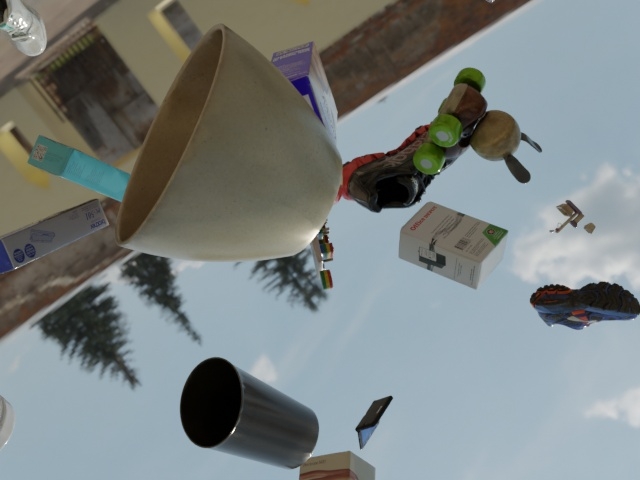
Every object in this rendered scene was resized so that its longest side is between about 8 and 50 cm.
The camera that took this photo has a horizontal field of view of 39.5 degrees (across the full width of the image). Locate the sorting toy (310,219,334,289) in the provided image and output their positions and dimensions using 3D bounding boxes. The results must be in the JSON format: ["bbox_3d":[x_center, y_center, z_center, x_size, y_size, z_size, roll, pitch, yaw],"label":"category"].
[{"bbox_3d":[0.000,0.000,2.145,0.046,0.275,0.132,-11,159,-5],"label":"sorting toy"}]

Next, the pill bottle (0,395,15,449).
[{"bbox_3d":[-0.663,0.268,1.537,0.160,0.283,0.160,-11,-130,14],"label":"pill bottle"}]

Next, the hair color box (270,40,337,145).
[{"bbox_3d":[-0.037,-0.296,1.910,0.110,0.185,0.339,-17,-157,7],"label":"hair color box"}]

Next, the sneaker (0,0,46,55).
[{"bbox_3d":[-0.542,-0.388,1.548,0.080,0.212,0.094,-12,-127,2],"label":"sneaker"}]

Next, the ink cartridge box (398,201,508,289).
[{"bbox_3d":[0.303,0.008,2.055,0.208,0.087,0.153,24,-137,26],"label":"ink cartridge box"}]

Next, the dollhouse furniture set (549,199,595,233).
[{"bbox_3d":[0.571,-0.036,2.081,0.081,0.091,0.114,-45,-178,4],"label":"dollhouse furniture set"}]

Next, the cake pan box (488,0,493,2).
[{"bbox_3d":[0.236,-0.514,1.320,0.267,0.245,0.070,-50,162,-8],"label":"cake pan box"}]

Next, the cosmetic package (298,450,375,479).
[{"bbox_3d":[0.032,0.660,2.080,0.153,0.129,0.296,-19,-132,28],"label":"cosmetic package"}]

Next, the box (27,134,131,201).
[{"bbox_3d":[-0.447,-0.130,1.752,0.100,0.244,0.060,21,-93,31],"label":"box"}]

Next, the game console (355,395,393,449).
[{"bbox_3d":[0.149,0.484,2.367,0.107,0.071,0.122,-28,-166,42],"label":"game console"}]

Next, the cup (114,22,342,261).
[{"bbox_3d":[-0.111,-0.099,1.254,0.331,0.237,0.331,-49,-154,35],"label":"cup"}]

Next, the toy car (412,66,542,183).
[{"bbox_3d":[0.277,-0.169,1.495,0.155,0.188,0.149,-60,177,-35],"label":"toy car"}]

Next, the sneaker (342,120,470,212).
[{"bbox_3d":[0.172,-0.130,1.616,0.276,0.098,0.135,-26,-143,-10],"label":"sneaker"}]

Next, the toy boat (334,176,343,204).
[{"bbox_3d":[-0.075,-0.076,1.518,0.231,0.151,0.151,0,169,31],"label":"toy boat"}]

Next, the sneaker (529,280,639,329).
[{"bbox_3d":[0.543,0.139,1.817,0.221,0.087,0.083,2,-138,38],"label":"sneaker"}]

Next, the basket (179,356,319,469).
[{"bbox_3d":[-0.125,0.338,1.680,0.154,0.227,0.204,-55,-143,4],"label":"basket"}]

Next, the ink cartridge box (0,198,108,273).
[{"bbox_3d":[-0.397,-0.001,1.240,0.097,0.046,0.207,-16,-169,27],"label":"ink cartridge box"}]
